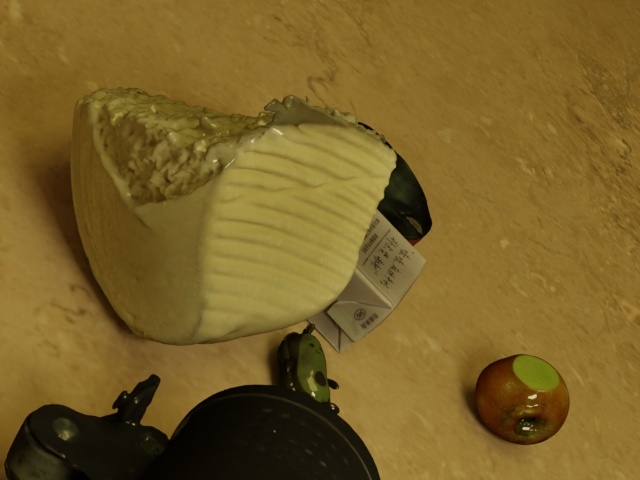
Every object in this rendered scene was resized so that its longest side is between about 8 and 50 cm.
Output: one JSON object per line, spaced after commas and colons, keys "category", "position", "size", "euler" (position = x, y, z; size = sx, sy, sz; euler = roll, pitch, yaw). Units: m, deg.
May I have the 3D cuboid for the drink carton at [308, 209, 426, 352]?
{"category": "drink carton", "position": [0.001, 0.000, 1.755], "size": [0.222, 0.102, 0.134], "euler": [45, 29, -3]}

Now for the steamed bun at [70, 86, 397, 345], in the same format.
{"category": "steamed bun", "position": [-0.112, -0.049, 1.553], "size": [0.290, 0.273, 0.272], "euler": [3, 19, -47]}

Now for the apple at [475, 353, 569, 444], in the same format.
{"category": "apple", "position": [0.237, 0.188, 1.835], "size": [0.114, 0.099, 0.102], "euler": [6, 38, -14]}

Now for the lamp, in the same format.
{"category": "lamp", "position": [-0.058, 0.254, 1.273], "size": [0.374, 0.205, 0.272], "euler": [42, 29, 21]}

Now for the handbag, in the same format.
{"category": "handbag", "position": [-0.017, 0.138, 1.625], "size": [0.072, 0.047, 0.111], "euler": [25, 39, -34]}

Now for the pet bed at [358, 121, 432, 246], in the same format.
{"category": "pet bed", "position": [0.061, -0.068, 1.952], "size": [0.201, 0.053, 0.201], "euler": [32, 33, -24]}
